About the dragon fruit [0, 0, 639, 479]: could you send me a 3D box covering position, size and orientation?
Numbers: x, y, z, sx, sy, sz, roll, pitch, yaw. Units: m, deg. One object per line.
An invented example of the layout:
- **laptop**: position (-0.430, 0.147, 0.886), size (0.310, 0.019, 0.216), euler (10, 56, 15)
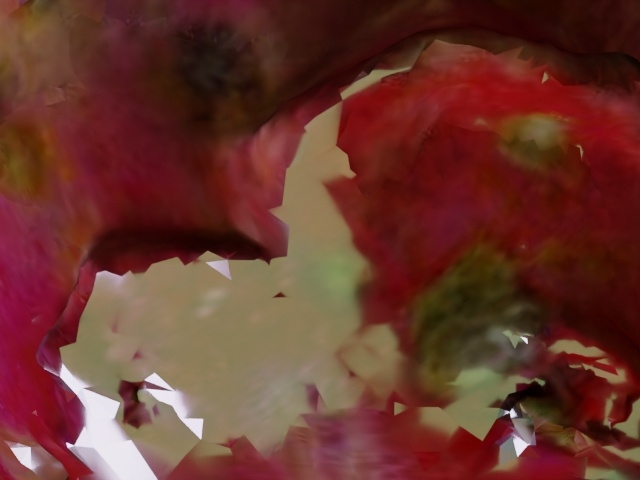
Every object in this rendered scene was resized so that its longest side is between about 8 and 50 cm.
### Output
- **dragon fruit**: position (0.000, 0.000, 0.621), size (0.371, 0.249, 0.386), euler (7, 131, 19)
